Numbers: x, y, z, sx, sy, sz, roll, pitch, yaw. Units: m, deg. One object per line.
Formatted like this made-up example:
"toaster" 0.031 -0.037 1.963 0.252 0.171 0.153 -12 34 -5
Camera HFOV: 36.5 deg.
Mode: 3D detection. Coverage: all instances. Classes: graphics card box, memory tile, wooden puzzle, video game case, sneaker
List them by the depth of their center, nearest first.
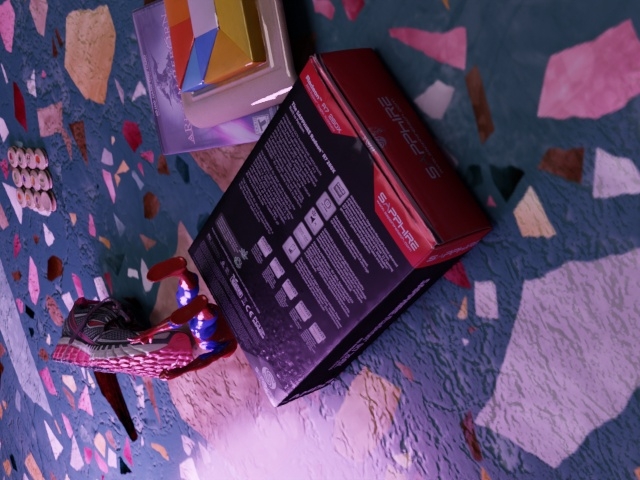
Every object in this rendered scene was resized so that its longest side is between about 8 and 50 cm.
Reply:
"graphics card box" 0.000 0.000 1.049 0.233 0.094 0.371 58 139 17
"wooden puzzle" -0.119 -0.257 1.095 0.221 0.044 0.239 -9 97 51
"video game case" -0.138 -0.212 1.192 0.274 0.026 0.196 -1 103 50
"sneaker" -0.305 0.142 1.468 0.299 0.121 0.112 0 73 43
"memory tile" -0.503 -0.107 1.688 0.148 0.012 0.113 9 111 49

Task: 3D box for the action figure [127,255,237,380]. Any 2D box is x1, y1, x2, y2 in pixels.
"action figure" -0.183 0.115 1.208 0.091 0.139 0.280 60 177 18
